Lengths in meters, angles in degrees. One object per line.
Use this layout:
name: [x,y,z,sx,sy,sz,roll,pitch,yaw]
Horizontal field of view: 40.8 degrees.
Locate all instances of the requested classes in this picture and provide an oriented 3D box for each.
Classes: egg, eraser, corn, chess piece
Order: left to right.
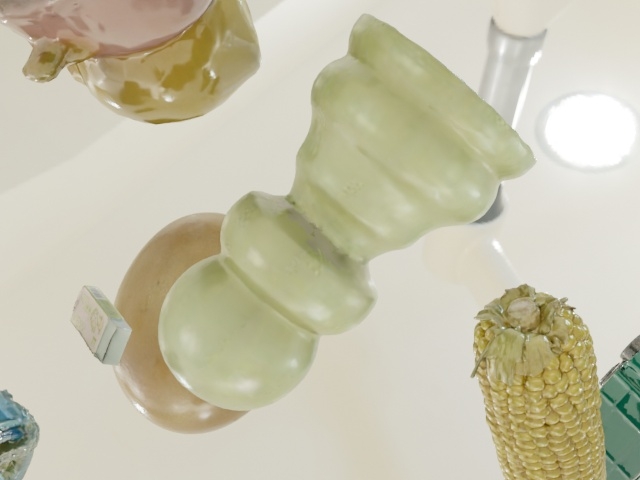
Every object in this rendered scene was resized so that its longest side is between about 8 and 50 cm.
eraser: [-0.191,0.073,0.747,0.019,0.038,0.083,17,-168,-41]
egg: [-0.189,0.129,1.366,0.283,0.282,0.351,6,-94,3]
chess piece: [0.000,0.000,0.545,0.251,0.144,0.144,-50,-122,8]
corn: [0.181,0.152,0.692,0.091,0.260,0.091,-6,-147,16]

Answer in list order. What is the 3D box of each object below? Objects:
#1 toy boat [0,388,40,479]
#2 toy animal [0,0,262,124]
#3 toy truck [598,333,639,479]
toy boat: [-0.262,0.180,0.654,0.109,0.238,0.098,-34,-92,-12]
toy animal: [-0.138,-0.178,0.612,0.169,0.281,0.195,9,-106,13]
toy truck: [0.314,0.191,0.879,0.124,0.253,0.114,-11,-129,-47]
